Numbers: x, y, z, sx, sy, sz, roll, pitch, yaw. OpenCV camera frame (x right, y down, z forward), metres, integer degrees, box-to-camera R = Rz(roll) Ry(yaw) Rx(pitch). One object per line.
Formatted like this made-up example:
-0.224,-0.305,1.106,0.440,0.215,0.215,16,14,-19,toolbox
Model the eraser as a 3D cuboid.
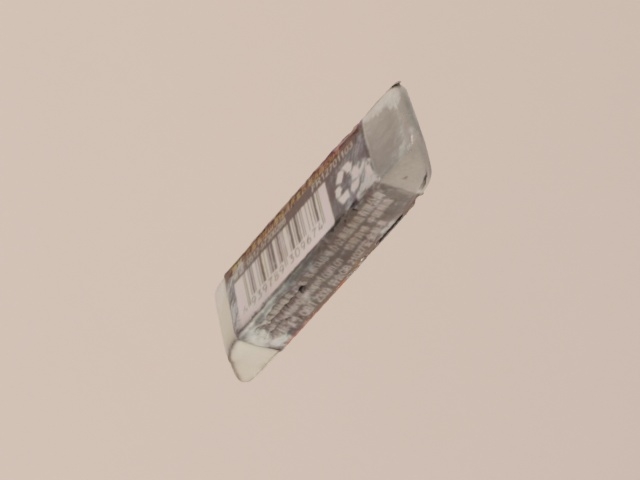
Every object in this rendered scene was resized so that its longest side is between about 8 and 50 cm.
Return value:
0.000,0.000,0.519,0.019,0.027,0.099,19,-51,-32,eraser
